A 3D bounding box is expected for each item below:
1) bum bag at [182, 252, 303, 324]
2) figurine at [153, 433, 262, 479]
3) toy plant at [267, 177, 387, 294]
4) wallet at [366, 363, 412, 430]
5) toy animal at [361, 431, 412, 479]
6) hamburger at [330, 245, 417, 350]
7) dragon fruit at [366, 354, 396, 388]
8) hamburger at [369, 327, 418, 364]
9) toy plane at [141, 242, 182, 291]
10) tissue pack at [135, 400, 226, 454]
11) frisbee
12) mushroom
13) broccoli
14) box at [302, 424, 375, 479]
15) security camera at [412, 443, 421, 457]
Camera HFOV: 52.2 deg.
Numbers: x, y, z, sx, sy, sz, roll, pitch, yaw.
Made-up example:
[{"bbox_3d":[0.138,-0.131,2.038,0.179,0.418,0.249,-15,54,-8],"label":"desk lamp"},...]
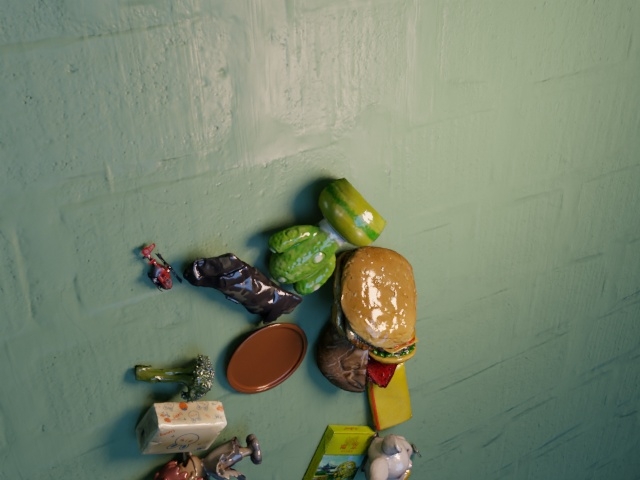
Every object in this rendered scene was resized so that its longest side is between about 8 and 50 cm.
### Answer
[{"bbox_3d":[-0.186,0.118,1.651,0.144,0.095,0.340,-32,134,24],"label":"bum bag"},{"bbox_3d":[-0.352,0.651,1.810,0.386,0.166,0.207,-18,168,-18],"label":"figurine"},{"bbox_3d":[0.000,0.000,1.673,0.316,0.184,0.224,-44,134,7],"label":"toy plant"},{"bbox_3d":[0.218,0.504,2.143,0.141,0.067,0.241,-20,119,-17],"label":"wallet"},{"bbox_3d":[0.216,0.736,2.150,0.209,0.154,0.325,-58,155,-10],"label":"toy animal"},{"bbox_3d":[0.151,0.157,1.788,0.259,0.144,0.284,5,80,-40],"label":"hamburger"},{"bbox_3d":[0.185,0.387,2.038,0.162,0.106,0.083,-59,160,-32],"label":"dragon fruit"},{"bbox_3d":[0.214,0.299,1.966,0.161,0.162,0.115,-15,118,-25],"label":"hamburger"},{"bbox_3d":[-0.381,0.069,1.545,0.060,0.037,0.145,-38,130,-15],"label":"toy plane"},{"bbox_3d":[-0.366,0.492,1.719,0.196,0.092,0.148,7,134,-36],"label":"tissue pack"},{"bbox_3d":[-0.148,0.328,1.822,0.250,0.021,0.251,-18,129,-24],"label":"frisbee"},{"bbox_3d":[0.064,0.324,1.918,0.151,0.156,0.286,2,113,-4],"label":"mushroom"},{"bbox_3d":[-0.369,0.347,1.665,0.203,0.122,0.118,7,68,-17],"label":"broccoli"},{"bbox_3d":[0.041,0.764,2.175,0.186,0.047,0.335,14,105,-36],"label":"box"},{"bbox_3d":[0.311,0.779,2.354,0.092,0.058,0.058,-31,127,-5],"label":"security camera"}]
